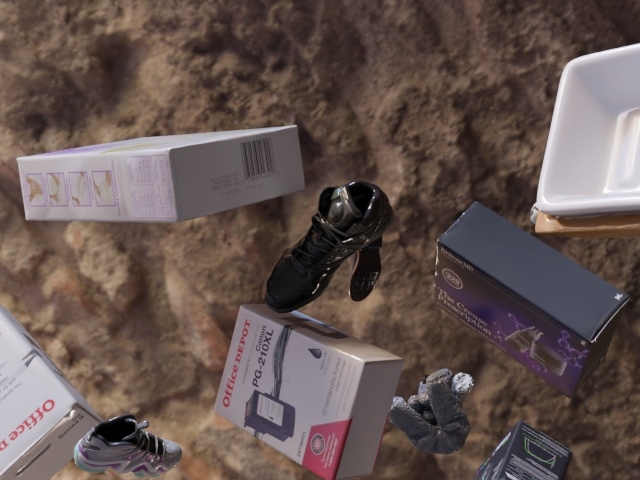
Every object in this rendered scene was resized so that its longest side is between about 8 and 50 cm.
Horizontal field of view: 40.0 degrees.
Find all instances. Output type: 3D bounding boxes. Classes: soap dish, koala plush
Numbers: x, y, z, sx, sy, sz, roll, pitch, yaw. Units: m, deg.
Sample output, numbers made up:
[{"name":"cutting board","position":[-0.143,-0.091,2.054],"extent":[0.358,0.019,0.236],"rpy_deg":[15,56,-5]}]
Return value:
[{"name":"soap dish","position":[0.394,-0.109,0.967],"extent":[0.118,0.228,0.291],"rpy_deg":[28,-20,-37]},{"name":"koala plush","position":[0.301,0.423,2.262],"extent":[0.196,0.221,0.203],"rpy_deg":[-35,-86,19]}]

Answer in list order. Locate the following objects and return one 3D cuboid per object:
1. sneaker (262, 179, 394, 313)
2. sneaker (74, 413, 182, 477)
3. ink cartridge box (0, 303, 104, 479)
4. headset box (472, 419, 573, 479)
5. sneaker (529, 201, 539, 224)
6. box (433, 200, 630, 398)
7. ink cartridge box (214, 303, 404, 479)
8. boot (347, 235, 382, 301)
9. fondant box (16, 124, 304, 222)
[{"name":"sneaker","position":[0.000,0.000,1.205],"extent":[0.087,0.227,0.130],"rpy_deg":[48,-5,25]},{"name":"sneaker","position":[-0.156,0.174,0.759],"extent":[0.069,0.098,0.038],"rpy_deg":[-53,-136,37]},{"name":"ink cartridge box","position":[-0.506,0.249,1.349],"extent":[0.289,0.211,0.121],"rpy_deg":[40,-14,28]},{"name":"headset box","position":[0.373,0.559,1.805],"extent":[0.131,0.283,0.246],"rpy_deg":[31,-46,8]},{"name":"sneaker","position":[0.473,-0.069,1.838],"extent":[0.040,0.043,0.109],"rpy_deg":[37,-51,1]},{"name":"box","position":[0.300,0.088,1.300],"extent":[0.261,0.103,0.184],"rpy_deg":[35,-28,26]},{"name":"ink cartridge box","position":[-0.022,0.205,1.231],"extent":[0.237,0.100,0.171],"rpy_deg":[20,-82,39]},{"name":"boot","position":[0.101,0.040,2.223],"extent":[0.106,0.082,0.219],"rpy_deg":[-125,-140,-55]},{"name":"fondant box","position":[-0.224,-0.093,1.221],"extent":[0.330,0.238,0.096],"rpy_deg":[0,-78,40]}]
